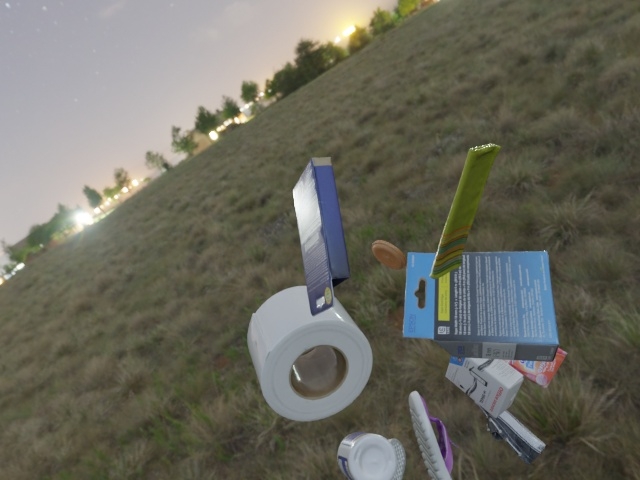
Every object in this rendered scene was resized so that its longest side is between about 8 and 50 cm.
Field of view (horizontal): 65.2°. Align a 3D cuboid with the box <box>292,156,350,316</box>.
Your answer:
[{"bbox_3d":[0.000,0.000,0.791,0.036,0.226,0.136,-3,-14,-17],"label":"box"}]

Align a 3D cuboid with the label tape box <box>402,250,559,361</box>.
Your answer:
[{"bbox_3d":[0.377,0.153,1.210,0.333,0.106,0.241,-1,56,16],"label":"label tape box"}]

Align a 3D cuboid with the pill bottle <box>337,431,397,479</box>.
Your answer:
[{"bbox_3d":[0.099,0.506,1.165,0.112,0.112,0.187,-40,-7,-19],"label":"pill bottle"}]

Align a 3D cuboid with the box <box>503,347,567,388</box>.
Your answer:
[{"bbox_3d":[0.721,0.402,1.785,0.142,0.154,0.300,-57,-8,-3],"label":"box"}]

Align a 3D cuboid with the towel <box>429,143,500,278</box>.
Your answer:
[{"bbox_3d":[0.247,-0.047,0.861,0.021,0.237,0.102,28,31,30],"label":"towel"}]

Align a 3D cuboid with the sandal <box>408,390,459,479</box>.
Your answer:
[{"bbox_3d":[0.377,0.662,1.549,0.102,0.417,0.169,-17,-8,-9],"label":"sandal"}]

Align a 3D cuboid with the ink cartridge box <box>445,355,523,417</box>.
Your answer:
[{"bbox_3d":[0.510,0.427,1.572,0.085,0.148,0.203,-22,43,-33],"label":"ink cartridge box"}]

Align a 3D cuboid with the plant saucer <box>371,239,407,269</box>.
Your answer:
[{"bbox_3d":[0.143,0.033,1.058,0.013,0.083,0.083,-51,22,-24],"label":"plant saucer"}]

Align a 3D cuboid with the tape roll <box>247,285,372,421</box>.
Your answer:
[{"bbox_3d":[-0.028,0.244,1.101,0.246,0.246,0.169,-35,27,-4],"label":"tape roll"}]

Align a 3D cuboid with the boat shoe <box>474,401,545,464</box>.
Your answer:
[{"bbox_3d":[0.610,0.627,1.692,0.102,0.108,0.301,-53,36,2],"label":"boat shoe"}]

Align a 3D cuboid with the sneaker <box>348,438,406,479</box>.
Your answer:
[{"bbox_3d":[0.139,0.693,1.369,0.127,0.126,0.321,-27,11,31],"label":"sneaker"}]
